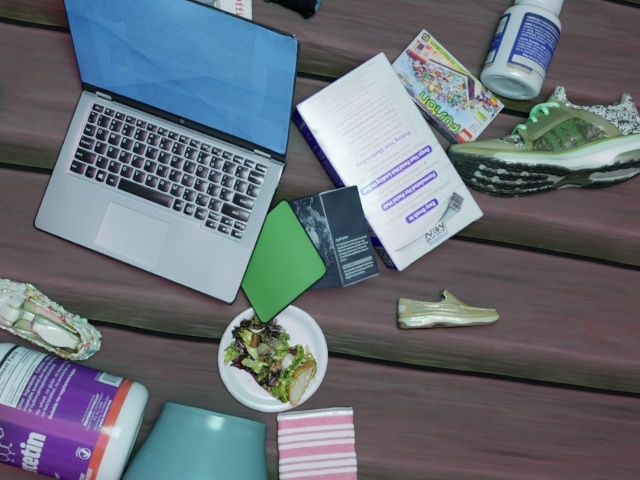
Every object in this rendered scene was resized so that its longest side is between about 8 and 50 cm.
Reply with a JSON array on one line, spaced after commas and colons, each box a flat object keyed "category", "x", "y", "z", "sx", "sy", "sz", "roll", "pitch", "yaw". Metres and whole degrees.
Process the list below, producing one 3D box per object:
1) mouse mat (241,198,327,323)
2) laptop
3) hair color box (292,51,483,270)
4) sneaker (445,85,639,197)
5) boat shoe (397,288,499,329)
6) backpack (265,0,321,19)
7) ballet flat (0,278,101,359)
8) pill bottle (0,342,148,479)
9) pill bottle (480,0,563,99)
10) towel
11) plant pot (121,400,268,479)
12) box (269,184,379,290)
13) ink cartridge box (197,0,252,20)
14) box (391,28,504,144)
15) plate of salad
[{"category": "mouse mat", "x": -0.079, "y": 0.038, "z": 1.168, "sx": 0.189, "sy": 0.007, "sz": 0.153, "roll": -41, "pitch": 72, "yaw": 33}, {"category": "laptop", "x": -0.263, "y": -0.149, "z": 1.063, "sx": 0.381, "sy": 0.236, "sz": 0.408, "roll": 21, "pitch": 90, "yaw": 6}, {"category": "hair color box", "x": 0.115, "y": -0.135, "z": 1.219, "sx": 0.185, "sy": 0.110, "sz": 0.339, "roll": -33, "pitch": 93, "yaw": -7}, {"category": "sneaker", "x": 0.419, "y": -0.191, "z": 1.261, "sx": 0.409, "sy": 0.158, "sz": 0.182, "roll": -4, "pitch": 71, "yaw": -10}, {"category": "boat shoe", "x": 0.236, "y": 0.125, "z": 1.263, "sx": 0.189, "sy": 0.068, "sz": 0.072, "roll": -1, "pitch": 80, "yaw": -7}, {"category": "backpack", "x": -0.040, "y": -0.453, "z": 1.187, "sx": 0.104, "sy": 0.114, "sz": 0.084, "roll": 22, "pitch": 88, "yaw": -7}, {"category": "ballet flat", "x": -0.488, "y": 0.131, "z": 1.160, "sx": 0.240, "sy": 0.077, "sz": 0.091, "roll": 25, "pitch": 89, "yaw": -7}, {"category": "pill bottle", "x": -0.459, "y": 0.279, "z": 1.114, "sx": 0.322, "sy": 0.181, "sz": 0.182, "roll": 19, "pitch": 89, "yaw": -7}, {"category": "pill bottle", "x": 0.373, "y": -0.363, "z": 1.243, "sx": 0.111, "sy": 0.112, "sz": 0.187, "roll": 22, "pitch": 85, "yaw": -7}, {"category": "towel", "x": -0.006, "y": 0.407, "z": 1.255, "sx": 0.144, "sy": 0.029, "sz": 0.197, "roll": -3, "pitch": 89, "yaw": -7}, {"category": "plant pot", "x": -0.201, "y": 0.408, "z": 1.124, "sx": 0.271, "sy": 0.272, "sz": 0.255, "roll": 15, "pitch": 74, "yaw": -7}, {"category": "box", "x": 0.000, "y": 0.000, "z": 1.171, "sx": 0.093, "sy": 0.156, "sz": 0.158, "roll": -16, "pitch": 93, "yaw": -41}, {"category": "ink cartridge box", "x": -0.222, "y": -0.353, "z": 1.177, "sx": 0.212, "sy": 0.093, "sz": 0.155, "roll": -1, "pitch": 91, "yaw": -8}, {"category": "box", "x": 0.226, "y": -0.276, "z": 1.265, "sx": 0.207, "sy": 0.036, "sz": 0.114, "roll": 41, "pitch": 86, "yaw": -6}, {"category": "plate of salad", "x": -0.084, "y": 0.212, "z": 1.229, "sx": 0.199, "sy": 0.048, "sz": 0.200, "roll": 0, "pitch": 92, "yaw": -7}]
